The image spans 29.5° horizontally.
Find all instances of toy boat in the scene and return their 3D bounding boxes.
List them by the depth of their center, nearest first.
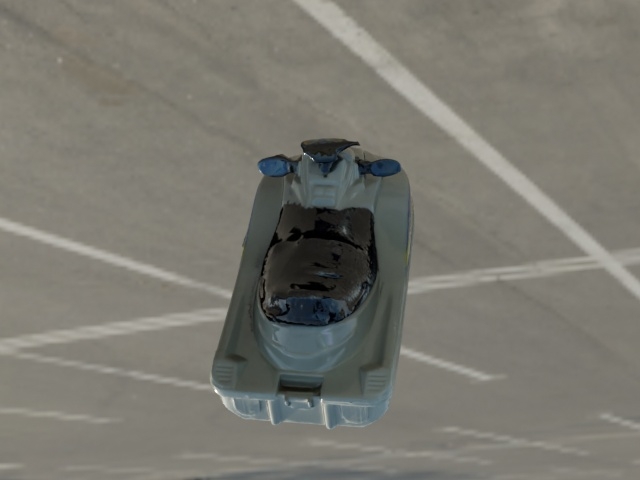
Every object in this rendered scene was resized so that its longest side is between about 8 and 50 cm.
[{"bbox_3d":[0.000,0.008,0.912,0.141,0.269,0.140,6,146,4],"label":"toy boat"}]
